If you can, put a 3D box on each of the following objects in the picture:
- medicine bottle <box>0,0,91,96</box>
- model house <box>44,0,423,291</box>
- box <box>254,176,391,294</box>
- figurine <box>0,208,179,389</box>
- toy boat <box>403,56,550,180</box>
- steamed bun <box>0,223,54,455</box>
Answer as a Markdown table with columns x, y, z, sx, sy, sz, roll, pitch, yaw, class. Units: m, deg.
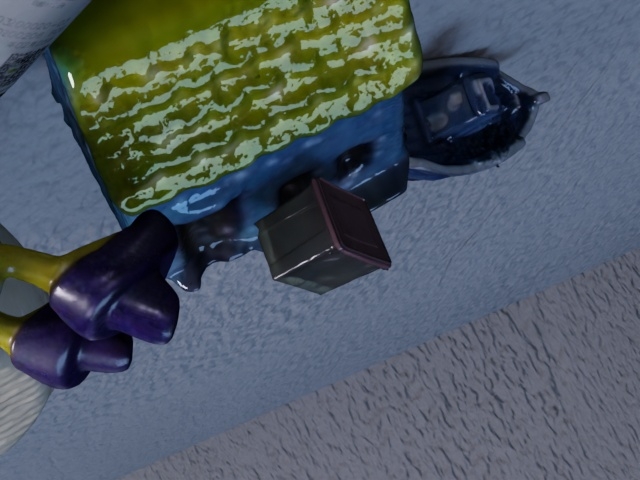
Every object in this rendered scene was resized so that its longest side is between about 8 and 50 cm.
| x | y | z | sx | sy | sz | roll | pitch | yaw | class |
| --- | --- | --- | --- | --- | --- | --- | --- | --- | --- |
| -0.148 | -0.197 | 0.750 | 0.293 | 0.141 | 0.141 | -37 | 163 | 36 | medicine bottle |
| -0.067 | -0.137 | 0.995 | 0.237 | 0.215 | 0.303 | -25 | 160 | -8 | model house |
| 0.000 | 0.000 | 1.030 | 0.063 | 0.060 | 0.085 | -27 | 159 | 20 | box |
| -0.288 | -0.017 | 0.845 | 0.154 | 0.421 | 0.193 | -54 | -169 | 44 | figurine |
| 0.141 | -0.131 | 1.512 | 0.142 | 0.129 | 0.309 | -21 | 175 | 43 | toy boat |
| -0.389 | 0.079 | 1.072 | 0.374 | 0.241 | 0.374 | -23 | 160 | -9 | steamed bun |
